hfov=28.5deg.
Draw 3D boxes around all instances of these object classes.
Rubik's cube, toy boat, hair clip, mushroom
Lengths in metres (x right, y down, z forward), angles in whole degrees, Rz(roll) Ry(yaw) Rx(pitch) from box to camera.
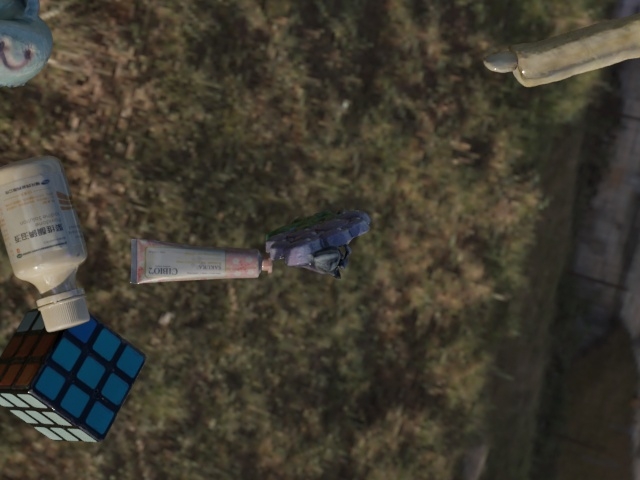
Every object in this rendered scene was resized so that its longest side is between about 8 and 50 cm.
[{"bbox_3d":[-0.401,0.209,1.978,0.162,0.163,0.160,41,60,-28],"label":"Rubik's cube"},{"bbox_3d":[-0.327,-0.202,1.112,0.208,0.134,0.078,14,112,-44],"label":"toy boat"},{"bbox_3d":[0.000,0.002,1.431,0.124,0.195,0.052,-14,105,-6],"label":"hair clip"},{"bbox_3d":[0.183,-0.113,0.683,0.060,0.187,0.061,40,33,-66],"label":"mushroom"}]

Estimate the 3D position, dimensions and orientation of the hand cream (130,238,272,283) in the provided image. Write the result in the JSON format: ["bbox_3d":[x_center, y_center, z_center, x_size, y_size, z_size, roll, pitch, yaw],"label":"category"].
[{"bbox_3d":[-0.177,0.031,1.879,0.043,0.210,0.067,-167,-103,-83],"label":"hand cream"}]

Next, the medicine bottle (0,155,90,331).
[{"bbox_3d":[-0.405,0.008,1.860,0.114,0.114,0.252,-13,87,-56],"label":"medicine bottle"}]
